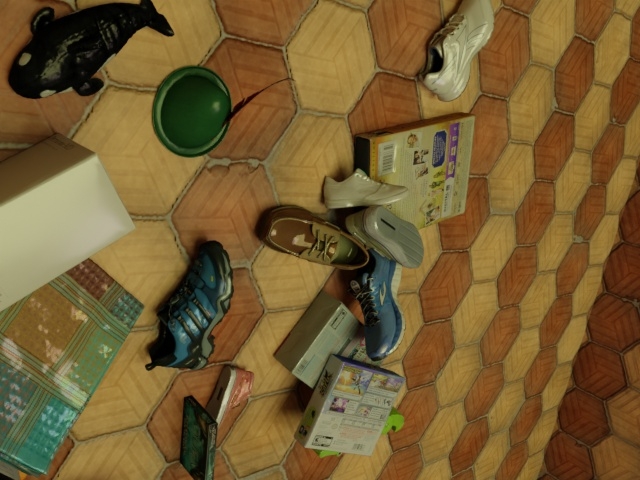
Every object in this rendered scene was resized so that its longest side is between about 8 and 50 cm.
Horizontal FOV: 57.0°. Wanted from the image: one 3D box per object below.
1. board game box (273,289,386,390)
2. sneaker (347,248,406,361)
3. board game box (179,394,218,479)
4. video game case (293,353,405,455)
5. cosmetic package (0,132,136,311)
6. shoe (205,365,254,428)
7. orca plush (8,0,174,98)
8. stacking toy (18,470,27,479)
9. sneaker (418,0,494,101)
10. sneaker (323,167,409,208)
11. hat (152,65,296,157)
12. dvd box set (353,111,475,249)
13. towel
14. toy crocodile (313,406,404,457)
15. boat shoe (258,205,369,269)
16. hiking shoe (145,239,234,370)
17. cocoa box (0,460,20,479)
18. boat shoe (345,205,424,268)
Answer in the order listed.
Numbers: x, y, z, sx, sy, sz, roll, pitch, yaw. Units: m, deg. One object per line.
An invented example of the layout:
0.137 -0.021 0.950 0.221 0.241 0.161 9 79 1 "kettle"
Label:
0.040 0.313 1.632 0.224 0.097 0.303 -52 132 -10 "board game box"
0.133 0.160 1.569 0.147 0.129 0.330 23 52 -32 "sneaker"
-0.288 0.478 1.389 0.026 0.126 0.186 -8 113 -39 "board game box"
0.085 0.454 1.612 0.269 0.061 0.245 25 91 -40 "video game case"
-0.511 -0.008 0.932 0.365 0.196 0.155 -38 129 -25 "cosmetic package"
-0.224 0.399 1.454 0.081 0.063 0.178 22 89 -40 "shoe"
-0.370 -0.317 0.985 0.287 0.102 0.151 -27 124 -31 "orca plush"
-0.603 0.533 1.135 0.165 0.175 0.302 10 90 -42 "stacking toy"
0.356 -0.520 1.544 0.129 0.111 0.297 16 96 -38 "sneaker"
0.112 -0.132 1.454 0.212 0.080 0.094 -5 97 3 "sneaker"
-0.195 -0.241 1.116 0.172 0.183 0.209 11 100 -43 "hat"
0.264 -0.174 1.641 0.420 0.062 0.308 -20 121 -35 "dvd box set"
-0.493 0.202 1.061 0.271 0.040 0.370 56 49 -42 "towel"
0.116 0.580 1.800 0.340 0.115 0.105 -14 117 -37 "toy crocodile"
0.000 0.000 1.440 0.323 0.119 0.123 14 99 -44 "boat shoe"
-0.277 0.146 1.262 0.132 0.113 0.304 4 105 -43 "hiking shoe"
-0.682 0.384 0.914 0.228 0.231 0.347 -43 131 -10 "cocoa box"
0.174 -0.011 1.526 0.302 0.094 0.109 37 61 -48 "boat shoe"
